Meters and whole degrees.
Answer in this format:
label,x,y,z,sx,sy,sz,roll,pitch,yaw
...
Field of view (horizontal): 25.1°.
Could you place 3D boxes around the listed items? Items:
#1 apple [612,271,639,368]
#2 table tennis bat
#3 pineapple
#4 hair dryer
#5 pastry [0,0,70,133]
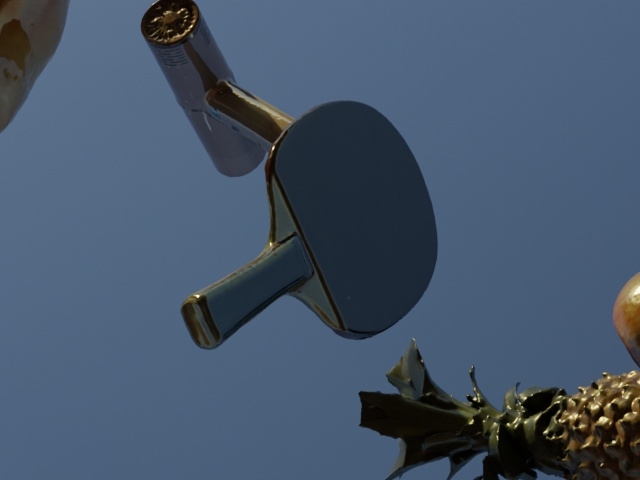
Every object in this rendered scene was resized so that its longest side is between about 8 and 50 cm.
label,x,y,z,sx,sy,sz,roll,pitch,yaw
apple,0.236,0.054,0.954,0.071,0.084,0.084,-33,-110,20
table tennis bat,0.000,0.000,0.915,0.021,0.274,0.154,-17,-79,37
pineapple,0.166,0.144,1.127,0.277,0.119,0.130,0,-105,31
hair dryer,-0.036,-0.084,1.172,0.220,0.195,0.053,35,-106,30
pastry,-0.412,-0.229,1.198,0.410,0.245,0.409,9,-111,-25
